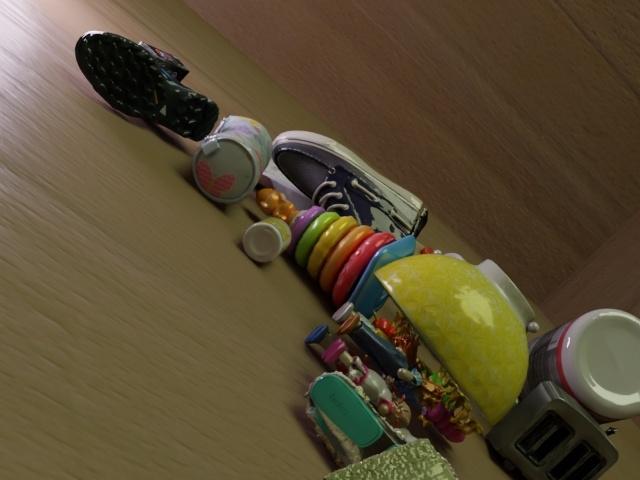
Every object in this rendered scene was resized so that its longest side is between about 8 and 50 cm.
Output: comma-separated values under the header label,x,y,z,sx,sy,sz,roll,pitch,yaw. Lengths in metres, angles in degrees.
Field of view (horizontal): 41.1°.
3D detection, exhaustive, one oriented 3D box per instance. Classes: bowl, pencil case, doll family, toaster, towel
label,x,y,z,sx,sy,sz,roll,pitch,yaw
bowl,0.227,0.119,1.292,0.289,0.156,0.289,52,1,-2
pencil case,-0.154,-0.151,1.533,0.273,0.114,0.124,-84,160,-73
doll family,0.088,0.163,1.150,0.163,0.118,0.263,44,-4,-6
toaster,0.419,0.359,1.516,0.168,0.185,0.110,44,7,-3
towel,0.078,0.270,0.885,0.148,0.027,0.110,-17,53,-27

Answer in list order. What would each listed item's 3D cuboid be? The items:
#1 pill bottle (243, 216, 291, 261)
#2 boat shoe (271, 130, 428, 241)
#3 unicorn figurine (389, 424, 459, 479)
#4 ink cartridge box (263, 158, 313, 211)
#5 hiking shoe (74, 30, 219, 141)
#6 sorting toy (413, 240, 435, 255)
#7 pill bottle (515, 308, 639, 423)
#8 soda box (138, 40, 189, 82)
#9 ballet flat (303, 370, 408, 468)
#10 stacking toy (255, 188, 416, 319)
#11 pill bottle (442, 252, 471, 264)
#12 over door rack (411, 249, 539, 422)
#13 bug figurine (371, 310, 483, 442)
label,x,y,z,sx,sy,sz,roll,pitch,yaw
pill bottle,-0.083,-0.004,1.395,0.065,0.065,0.116,44,12,2
boat shoe,0.037,-0.076,1.627,0.341,0.127,0.158,28,45,1
unicorn figurine,0.124,0.283,1.101,0.162,0.060,0.111,50,14,25
ink cartridge box,-0.045,-0.086,1.854,0.385,0.091,0.308,27,12,2
hiking shoe,-0.320,-0.267,1.488,0.132,0.113,0.304,29,-4,41
sorting toy,0.225,0.035,2.013,0.193,0.038,0.208,36,21,-8
pill bottle,0.519,0.279,1.742,0.210,0.210,0.363,45,-20,6
soda box,-0.344,-0.368,1.802,0.053,0.060,0.169,47,11,10
ballet flat,0.064,0.253,0.976,0.241,0.091,0.077,57,-10,33
stacking toy,0.000,0.000,1.516,0.302,0.165,0.175,35,23,16
pill bottle,0.389,0.164,2.164,0.272,0.152,0.152,38,13,-24
over door rack,0.292,0.161,1.639,0.240,0.108,0.324,32,34,-3
bug figurine,0.160,0.226,1.388,0.216,0.072,0.279,46,8,-13
